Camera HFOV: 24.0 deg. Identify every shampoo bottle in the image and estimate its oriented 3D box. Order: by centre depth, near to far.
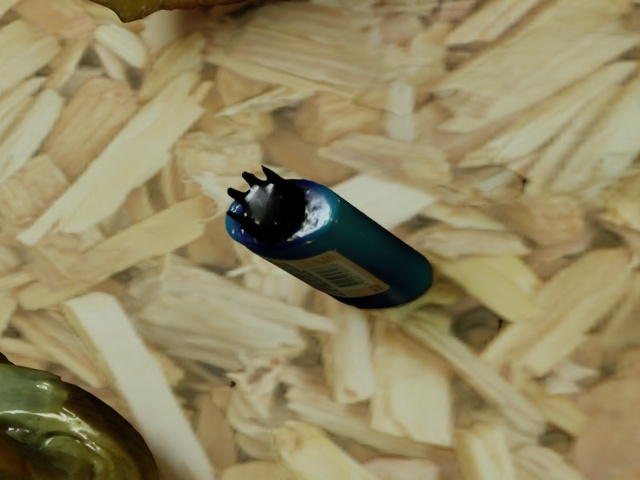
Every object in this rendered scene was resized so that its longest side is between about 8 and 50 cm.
[{"bbox_3d":[0.000,0.000,1.017,0.087,0.183,0.050,-3,71,30],"label":"shampoo bottle"}]

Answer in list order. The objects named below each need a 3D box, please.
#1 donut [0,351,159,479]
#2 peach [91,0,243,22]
[{"bbox_3d":[-0.295,0.146,1.048,0.360,0.360,0.170,29,96,35],"label":"donut"},{"bbox_3d":[-0.073,-0.290,1.128,0.338,0.281,0.281,-47,55,6],"label":"peach"}]
